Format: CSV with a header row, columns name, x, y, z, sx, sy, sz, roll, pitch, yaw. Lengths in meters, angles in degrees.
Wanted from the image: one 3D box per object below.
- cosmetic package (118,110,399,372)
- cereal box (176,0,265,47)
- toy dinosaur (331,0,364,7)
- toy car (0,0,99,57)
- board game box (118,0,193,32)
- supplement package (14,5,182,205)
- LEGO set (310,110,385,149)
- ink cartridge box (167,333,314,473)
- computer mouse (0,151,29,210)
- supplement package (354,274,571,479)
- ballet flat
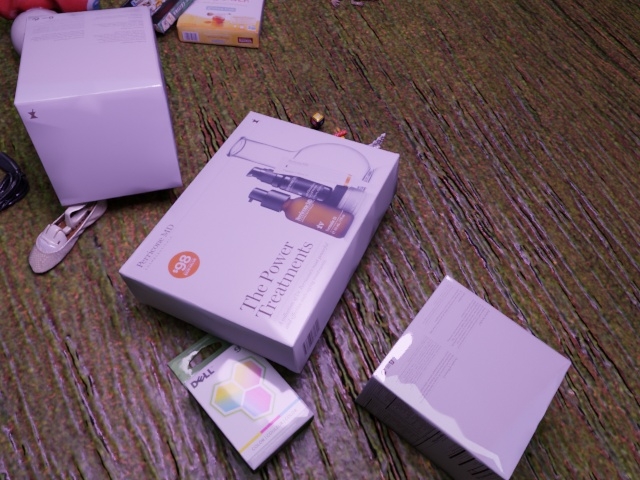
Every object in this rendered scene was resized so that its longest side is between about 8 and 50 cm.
name,x,y,z,sx,sy,sz,roll,pitch,yaw
cosmetic package,-0.076,-0.022,0.843,0.285,0.097,0.377,18,57,19
cereal box,-0.211,-0.531,1.190,0.173,0.047,0.240,3,61,-2
toy dinosaur,0.051,-0.592,1.263,0.183,0.053,0.092,28,46,1
toy car,-0.518,-0.422,1.042,0.211,0.219,0.237,-14,92,-14
board game box,-0.313,-0.557,1.164,0.136,0.030,0.259,24,69,28
supplement package,-0.356,-0.229,0.890,0.200,0.198,0.262,-11,49,-12
LEGO set,0.010,-0.136,0.987,0.183,0.060,0.244,15,63,1
ink cartridge box,-0.120,0.214,0.773,0.109,0.062,0.209,-37,70,-23
computer mouse,-0.634,-0.113,0.902,0.262,0.060,0.184,31,63,11
supplement package,0.195,0.202,0.764,0.203,0.149,0.194,36,63,14
ballet flat,-0.419,-0.023,0.879,0.057,0.052,0.168,27,62,9
